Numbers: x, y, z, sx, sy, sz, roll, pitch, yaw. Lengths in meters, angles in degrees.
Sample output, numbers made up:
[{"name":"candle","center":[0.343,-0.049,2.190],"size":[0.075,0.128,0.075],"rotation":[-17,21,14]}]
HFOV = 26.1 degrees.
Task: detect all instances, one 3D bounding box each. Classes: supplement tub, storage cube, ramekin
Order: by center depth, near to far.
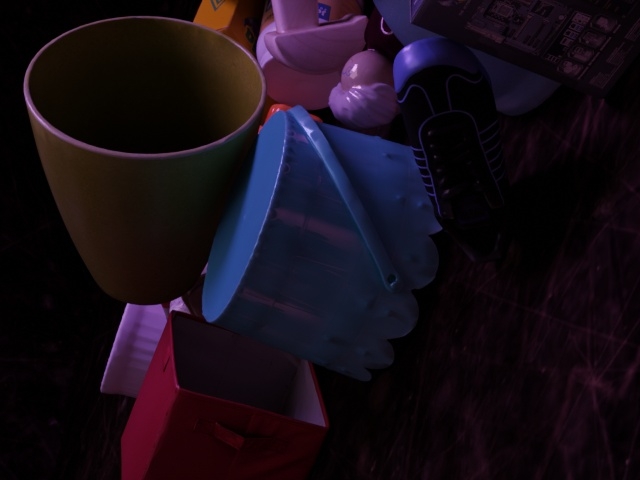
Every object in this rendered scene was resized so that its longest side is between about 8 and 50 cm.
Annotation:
[{"name":"storage cube","center":[-0.119,0.225,1.607],"size":[0.215,0.183,0.193],"rotation":[-108,38,-63]},{"name":"supplement tub","center":[-0.013,-0.299,1.963],"size":[0.144,0.144,0.200],"rotation":[128,156,-51]},{"name":"ramekin","center":[-0.239,0.128,2.178],"size":[0.277,0.135,0.277],"rotation":[-162,90,-86]}]

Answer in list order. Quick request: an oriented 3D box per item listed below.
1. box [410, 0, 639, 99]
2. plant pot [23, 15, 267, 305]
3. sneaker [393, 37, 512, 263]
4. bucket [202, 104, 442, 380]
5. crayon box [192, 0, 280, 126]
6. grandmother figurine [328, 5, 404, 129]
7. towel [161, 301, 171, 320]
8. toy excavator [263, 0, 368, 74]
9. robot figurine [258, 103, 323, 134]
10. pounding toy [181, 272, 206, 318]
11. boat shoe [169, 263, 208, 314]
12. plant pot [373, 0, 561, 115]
[{"name":"box","center":[0.199,-0.234,1.066],"size":[0.059,0.183,0.233],"rotation":[-87,21,-45]},{"name":"plant pot","center":[-0.210,-0.070,1.658],"size":[0.275,0.275,0.293],"rotation":[-89,4,-49]},{"name":"sneaker","center":[0.122,-0.072,1.180],"size":[0.232,0.081,0.090],"rotation":[59,-161,-51]},{"name":"bucket","center":[0.000,0.000,1.477],"size":[0.281,0.183,0.281],"rotation":[-161,90,-75]},{"name":"crayon box","center":[-0.093,-0.295,2.058],"size":[0.081,0.202,0.318],"rotation":[-14,40,27]},{"name":"grandmother figurine","center":[0.101,-0.293,1.655],"size":[0.208,0.104,0.342],"rotation":[-157,89,-84]},{"name":"towel","center":[-0.184,-0.044,1.936],"size":[0.237,0.037,0.329],"rotation":[-55,-37,-37]},{"name":"toy excavator","center":[0.030,-0.496,1.780],"size":[0.445,0.433,0.222],"rotation":[-36,17,-2]},{"name":"robot figurine","center":[-0.066,-0.077,1.919],"size":[0.158,0.128,0.219],"rotation":[21,92,40]},{"name":"pounding toy","center":[-0.104,0.126,1.744],"size":[0.155,0.154,0.269],"rotation":[-165,94,-75]},{"name":"boat shoe","center":[-0.155,0.088,1.855],"size":[0.098,0.096,0.277],"rotation":[-17,79,54]},{"name":"plant pot","center":[0.145,-0.288,1.299],"size":[0.293,0.196,0.293],"rotation":[-161,90,-76]}]
